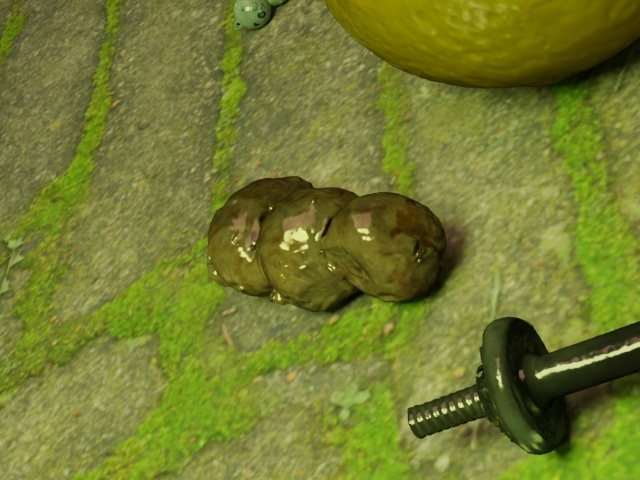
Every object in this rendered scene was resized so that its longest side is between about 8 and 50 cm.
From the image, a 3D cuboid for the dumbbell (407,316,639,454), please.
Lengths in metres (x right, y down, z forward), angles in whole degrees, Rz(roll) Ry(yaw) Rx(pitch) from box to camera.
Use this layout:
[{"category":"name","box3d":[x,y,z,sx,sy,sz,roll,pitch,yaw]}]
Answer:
[{"category":"dumbbell","box3d":[0.159,0.061,0.788,0.254,0.081,0.081,-23,39,26]}]

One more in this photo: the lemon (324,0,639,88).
[{"category":"lemon","box3d":[0.119,-0.225,0.992,0.260,0.260,0.284,-45,37,-4]}]

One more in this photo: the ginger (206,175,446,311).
[{"category":"ginger","box3d":[0.000,0.000,1.013,0.204,0.080,0.104,9,54,52]}]

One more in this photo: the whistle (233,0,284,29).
[{"category":"whistle","box3d":[-0.044,-0.229,1.344,0.100,0.035,0.035,-47,34,-9]}]
